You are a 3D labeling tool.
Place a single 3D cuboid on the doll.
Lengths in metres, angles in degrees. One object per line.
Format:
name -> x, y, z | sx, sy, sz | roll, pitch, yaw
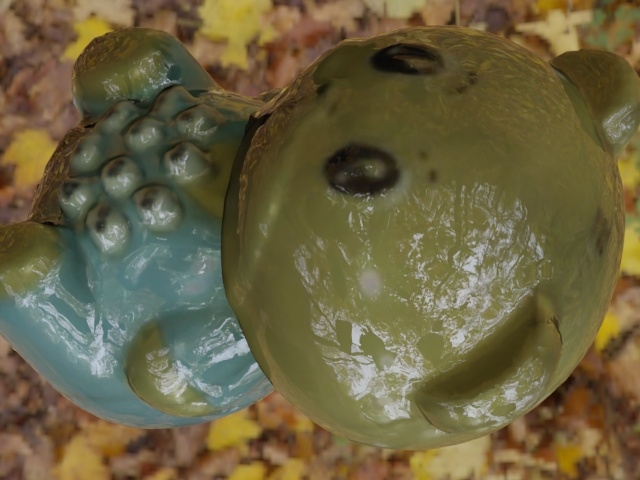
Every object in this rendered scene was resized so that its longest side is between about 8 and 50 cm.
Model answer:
doll -> 0.000, 0.000, 0.664 | 0.260, 0.177, 0.161 | -5, 137, 39
